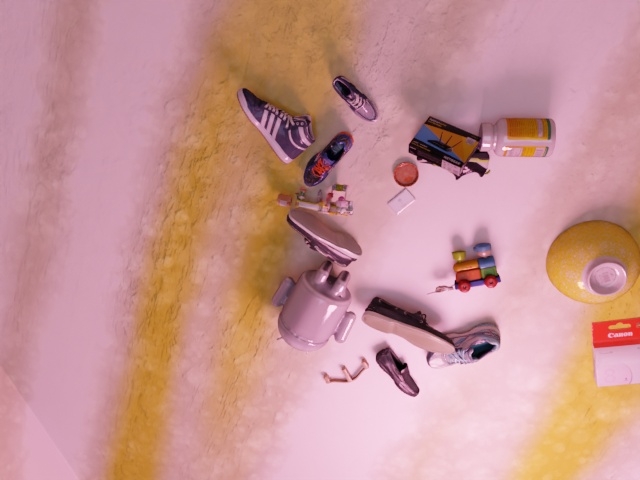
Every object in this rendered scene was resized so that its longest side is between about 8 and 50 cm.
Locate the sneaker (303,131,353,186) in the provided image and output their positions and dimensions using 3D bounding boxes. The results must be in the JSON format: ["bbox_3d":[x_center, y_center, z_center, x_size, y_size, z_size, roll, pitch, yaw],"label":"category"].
[{"bbox_3d":[0.017,-0.263,1.778,0.083,0.087,0.221,38,111,-6],"label":"sneaker"}]

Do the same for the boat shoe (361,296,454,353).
[{"bbox_3d":[0.321,0.294,1.930,0.340,0.113,0.127,18,147,10],"label":"boat shoe"}]

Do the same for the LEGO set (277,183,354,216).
[{"bbox_3d":[-0.004,-0.148,1.820,0.287,0.132,0.107,11,92,33],"label":"LEGO set"}]

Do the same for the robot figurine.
[{"bbox_3d":[-0.023,0.246,1.911,0.300,0.200,0.353,32,112,6],"label":"robot figurine"}]

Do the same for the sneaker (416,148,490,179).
[{"bbox_3d":[0.424,-0.237,1.730,0.235,0.084,0.097,3,113,8],"label":"sneaker"}]

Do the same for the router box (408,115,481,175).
[{"bbox_3d":[0.379,-0.292,1.666,0.179,0.046,0.133,29,69,20],"label":"router box"}]

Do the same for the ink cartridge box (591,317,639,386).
[{"bbox_3d":[1.050,0.392,1.888,0.189,0.066,0.232,-8,113,12],"label":"ink cartridge box"}]

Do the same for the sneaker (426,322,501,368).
[{"bbox_3d":[0.504,0.388,1.928,0.283,0.122,0.110,-29,104,17],"label":"sneaker"}]

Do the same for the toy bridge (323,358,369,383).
[{"bbox_3d":[0.103,0.515,2.086,0.188,0.026,0.063,-26,106,17],"label":"toy bridge"}]

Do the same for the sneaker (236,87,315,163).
[{"bbox_3d":[-0.132,-0.397,1.743,0.153,0.099,0.282,-29,110,22],"label":"sneaker"}]

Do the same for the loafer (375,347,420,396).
[{"bbox_3d":[0.299,0.491,2.021,0.078,0.076,0.223,-39,97,27],"label":"loafer"}]

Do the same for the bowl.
[{"bbox_3d":[0.895,0.095,1.746,0.290,0.156,0.289,3,111,7],"label":"bowl"}]

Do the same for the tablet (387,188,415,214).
[{"bbox_3d":[0.273,-0.130,1.833,0.083,0.006,0.054,-40,100,19],"label":"tablet"}]

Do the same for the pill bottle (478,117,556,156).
[{"bbox_3d":[0.596,-0.314,1.658,0.209,0.117,0.117,2,110,8],"label":"pill bottle"}]

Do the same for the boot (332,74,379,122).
[{"bbox_3d":[0.108,-0.436,1.701,0.190,0.086,0.069,41,110,-8],"label":"boot"}]

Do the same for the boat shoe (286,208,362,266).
[{"bbox_3d":[0.000,0.000,1.841,0.303,0.114,0.091,33,122,-18],"label":"boat shoe"}]

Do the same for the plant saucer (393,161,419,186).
[{"bbox_3d":[0.283,-0.218,1.795,0.084,0.013,0.083,2,110,7],"label":"plant saucer"}]

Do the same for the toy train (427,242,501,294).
[{"bbox_3d":[0.472,0.098,1.844,0.248,0.105,0.143,-11,98,12],"label":"toy train"}]
